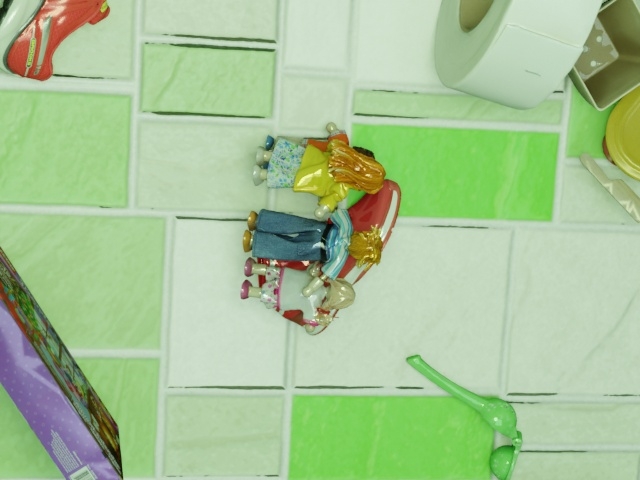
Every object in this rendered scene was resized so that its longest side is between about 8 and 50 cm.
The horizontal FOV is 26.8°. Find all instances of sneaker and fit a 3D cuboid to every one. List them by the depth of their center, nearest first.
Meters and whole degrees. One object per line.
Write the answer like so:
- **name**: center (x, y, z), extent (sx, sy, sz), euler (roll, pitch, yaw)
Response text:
- **sneaker**: center (-0.288, -0.312, 1.566), extent (0.118, 0.107, 0.279), euler (31, 96, -33)
- **sneaker**: center (0.000, 0.000, 1.671), extent (0.128, 0.087, 0.221), euler (30, 92, -16)

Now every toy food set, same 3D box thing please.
- **toy food set**: center (0.436, -0.137, 1.747), extent (0.128, 0.071, 0.218), euler (41, 88, 9)

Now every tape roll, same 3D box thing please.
- **tape roll**: center (0.234, -0.298, 1.560), extent (0.100, 0.286, 0.286), euler (17, 96, -14)

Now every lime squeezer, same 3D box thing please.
- **lime squeezer**: center (0.219, 0.280, 1.779), extent (0.110, 0.059, 0.310), euler (-23, 104, -7)

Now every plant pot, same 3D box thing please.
- **plant pot**: center (0.352, -0.240, 1.690), extent (0.109, 0.096, 0.109), euler (-34, 105, -3)

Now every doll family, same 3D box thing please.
- **doll family**: center (-0.003, -0.028, 1.591), extent (0.163, 0.118, 0.263), euler (7, 77, 7)

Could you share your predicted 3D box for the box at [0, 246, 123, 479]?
- **box**: center (-0.331, 0.147, 1.572), extent (0.057, 0.201, 0.293), euler (-31, 105, -4)
